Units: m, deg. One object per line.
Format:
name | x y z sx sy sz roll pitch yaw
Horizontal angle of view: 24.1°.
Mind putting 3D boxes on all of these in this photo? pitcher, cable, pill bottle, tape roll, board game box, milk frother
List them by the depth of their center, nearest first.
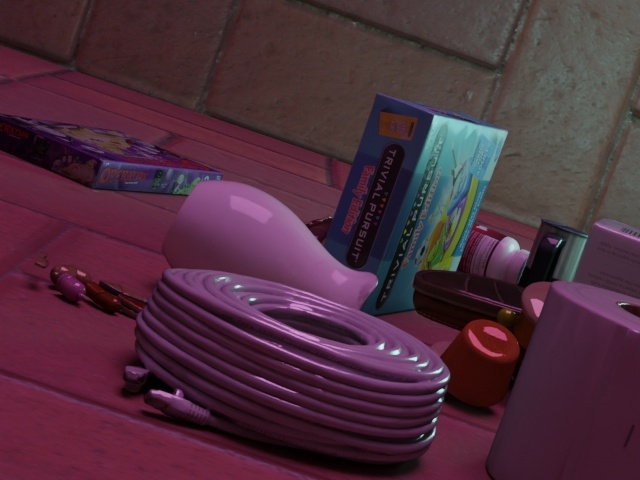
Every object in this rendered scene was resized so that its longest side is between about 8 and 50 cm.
cable | -0.023 0.095 1.206 0.257 0.089 0.257 18 8 -7
tape roll | 0.279 0.152 1.247 0.246 0.169 0.246 19 7 -3
pitcher | -0.054 0.030 1.547 0.207 0.125 0.178 30 -13 1
board game box | 0.117 -0.040 1.877 0.079 0.254 0.336 22 9 20
board game box | -0.311 -0.122 2.191 0.208 0.056 0.347 27 10 22
milk frother | 0.382 0.054 2.290 0.143 0.135 0.129 20 9 3
pill bottle | 0.262 0.024 2.393 0.152 0.086 0.086 23 9 26

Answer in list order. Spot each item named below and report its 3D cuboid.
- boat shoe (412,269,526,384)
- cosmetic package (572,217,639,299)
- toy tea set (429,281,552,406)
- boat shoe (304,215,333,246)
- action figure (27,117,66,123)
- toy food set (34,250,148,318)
boat shoe | 0.239 0.118 1.645 0.307 0.104 0.111 17 17 -1
cosmetic package | 0.406 0.082 1.975 0.151 0.184 0.151 21 9 13
toy tea set | 0.268 0.159 1.525 0.336 0.124 0.200 22 37 -2
boat shoe | 0.000 0.000 1.978 0.073 0.073 0.207 23 8 14
action figure | -0.409 -0.169 2.347 0.115 0.030 0.038 15 13 -12
toy food set | -0.205 0.048 1.366 0.122 0.019 0.078 26 7 -9
